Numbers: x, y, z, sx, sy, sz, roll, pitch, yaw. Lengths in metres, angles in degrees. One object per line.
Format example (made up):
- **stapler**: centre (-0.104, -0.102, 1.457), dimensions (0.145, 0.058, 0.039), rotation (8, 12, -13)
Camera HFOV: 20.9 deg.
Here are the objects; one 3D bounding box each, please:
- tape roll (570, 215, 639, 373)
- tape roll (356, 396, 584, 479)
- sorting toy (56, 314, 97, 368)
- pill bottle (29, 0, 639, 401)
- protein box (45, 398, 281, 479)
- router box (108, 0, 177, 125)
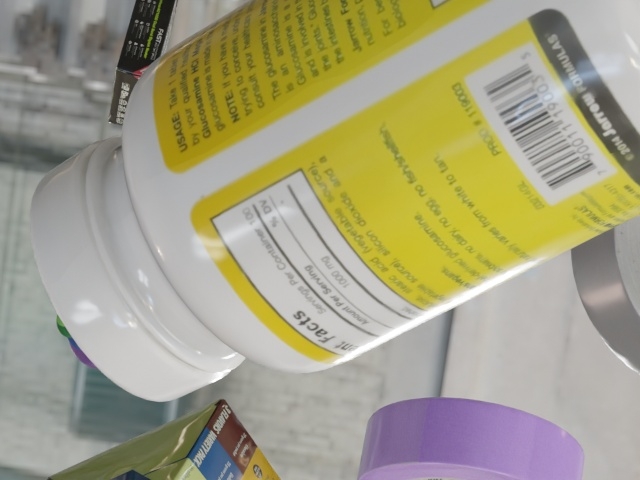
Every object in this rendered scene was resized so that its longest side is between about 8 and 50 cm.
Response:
- **tape roll**: centre (0.310, 0.008, 1.366), dimensions (0.219, 0.219, 0.072), rotation (6, 168, -19)
- **tape roll**: centre (0.186, 0.291, 2.157), dimensions (0.275, 0.090, 0.275), rotation (9, 153, 5)
- **sorting toy**: centre (-0.068, -0.023, 1.362), dimensions (0.127, 0.365, 0.126), rotation (56, -170, 18)
- **pill bottle**: centre (0.024, -0.049, 0.878), dimensions (0.334, 0.188, 0.188), rotation (-28, 173, 22)
- **protein box**: centre (-0.120, 0.274, 1.415), dimensions (0.200, 0.201, 0.136), rotation (-26, -163, 27)
- **router box**: centre (-0.167, -0.180, 1.653), dimensions (0.038, 0.122, 0.092), rotation (15, 150, -5)
